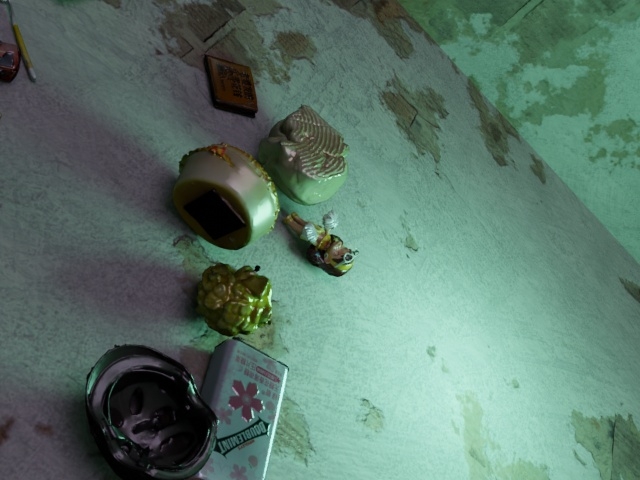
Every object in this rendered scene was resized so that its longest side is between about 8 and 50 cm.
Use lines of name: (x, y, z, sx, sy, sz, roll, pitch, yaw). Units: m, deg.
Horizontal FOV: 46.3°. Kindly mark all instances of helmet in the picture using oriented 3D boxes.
helmet: (-0.361, 0.374, 1.541, 0.225, 0.177, 0.305, -28, 73, -39)

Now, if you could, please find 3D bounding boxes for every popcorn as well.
popcorn: (-0.206, 0.138, 1.833, 0.189, 0.169, 0.218, 6, 20, -11)

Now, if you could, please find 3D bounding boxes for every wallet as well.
wallet: (-0.273, -0.482, 2.320, 0.161, 0.042, 0.195, 10, 57, -38)

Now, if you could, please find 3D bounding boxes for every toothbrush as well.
toothbrush: (-0.771, -0.526, 1.903, 0.024, 0.021, 0.288, -13, 72, -35)

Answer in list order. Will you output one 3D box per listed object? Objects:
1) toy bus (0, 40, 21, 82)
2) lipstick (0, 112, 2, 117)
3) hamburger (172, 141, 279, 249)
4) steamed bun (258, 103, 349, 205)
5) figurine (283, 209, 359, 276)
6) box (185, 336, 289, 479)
toy bus: (-0.826, -0.437, 1.758, 0.235, 0.073, 0.096, 5, 69, -41)
lipstick: (-0.778, -0.245, 1.681, 0.045, 0.045, 0.145, 37, 43, -16)
hamburger: (-0.238, -0.118, 1.926, 0.294, 0.276, 0.179, 47, 52, -14)
steamed bun: (-0.053, -0.232, 2.234, 0.275, 0.206, 0.320, 29, 44, -4)
figurine: (0.001, 0.002, 2.185, 0.240, 0.116, 0.175, 49, 38, 3)
box: (-0.192, 0.414, 1.721, 0.190, 0.112, 0.369, 33, 45, -24)
